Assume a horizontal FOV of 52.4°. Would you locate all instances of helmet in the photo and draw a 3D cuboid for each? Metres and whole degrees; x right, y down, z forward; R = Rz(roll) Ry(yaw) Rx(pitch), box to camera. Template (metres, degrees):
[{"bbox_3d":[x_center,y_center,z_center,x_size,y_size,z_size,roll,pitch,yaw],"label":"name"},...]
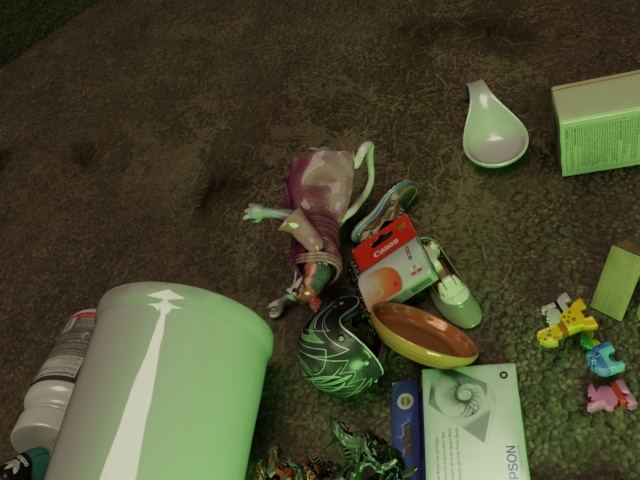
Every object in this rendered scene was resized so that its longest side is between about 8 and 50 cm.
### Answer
[{"bbox_3d":[0.038,0.198,1.159,0.169,0.170,0.162,1,37,23],"label":"helmet"}]

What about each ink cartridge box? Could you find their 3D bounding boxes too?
[{"bbox_3d":[0.221,0.316,1.069,0.223,0.045,0.223,-10,51,16],"label":"ink cartridge box"},{"bbox_3d":[0.133,0.039,1.265,0.145,0.045,0.179,-35,49,17],"label":"ink cartridge box"}]

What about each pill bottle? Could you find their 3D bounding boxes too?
[{"bbox_3d":[-0.469,0.284,1.264,0.161,0.161,0.283,-11,36,15],"label":"pill bottle"}]

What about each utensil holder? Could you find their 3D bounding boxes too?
[{"bbox_3d":[-0.270,0.316,1.094,0.327,0.328,0.386,-4,55,20],"label":"utensil holder"}]

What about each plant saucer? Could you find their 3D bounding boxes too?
[{"bbox_3d":[0.176,0.168,1.133,0.200,0.199,0.037,32,108,38],"label":"plant saucer"}]

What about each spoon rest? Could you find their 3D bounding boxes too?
[{"bbox_3d":[0.368,-0.266,1.440,0.137,0.084,0.277,-16,49,10],"label":"spoon rest"}]

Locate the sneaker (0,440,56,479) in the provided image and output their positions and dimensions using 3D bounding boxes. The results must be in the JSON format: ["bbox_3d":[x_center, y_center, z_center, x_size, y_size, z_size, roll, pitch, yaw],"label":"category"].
[{"bbox_3d":[-0.518,0.490,1.102,0.108,0.121,0.302,20,102,33],"label":"sneaker"}]

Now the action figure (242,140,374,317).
[{"bbox_3d":[0.000,0.000,1.310,0.275,0.248,0.370,-9,44,4],"label":"action figure"}]

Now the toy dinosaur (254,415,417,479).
[{"bbox_3d":[0.038,0.415,1.033,0.321,0.164,0.219,29,83,18],"label":"toy dinosaur"}]

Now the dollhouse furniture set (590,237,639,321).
[{"bbox_3d":[0.583,0.073,1.121,0.151,0.123,0.144,-18,37,-41],"label":"dollhouse furniture set"}]

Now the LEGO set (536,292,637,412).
[{"bbox_3d":[0.416,0.176,1.070,0.093,0.087,0.227,-22,47,4],"label":"LEGO set"}]

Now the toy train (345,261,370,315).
[{"bbox_3d":[0.088,0.101,1.306,0.036,0.027,0.158,-23,49,0],"label":"toy train"}]

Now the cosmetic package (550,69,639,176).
[{"bbox_3d":[0.619,-0.238,1.263,0.309,0.160,0.113,-8,51,15],"label":"cosmetic package"}]

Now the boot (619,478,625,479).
[{"bbox_3d":[0.405,0.452,0.867,0.161,0.083,0.247,-16,50,3],"label":"boot"}]

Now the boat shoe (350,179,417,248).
[{"bbox_3d":[0.150,-0.048,1.379,0.183,0.066,0.066,-47,55,-4],"label":"boat shoe"}]

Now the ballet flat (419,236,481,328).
[{"bbox_3d":[0.233,0.076,1.238,0.072,0.068,0.213,-28,49,0],"label":"ballet flat"}]
